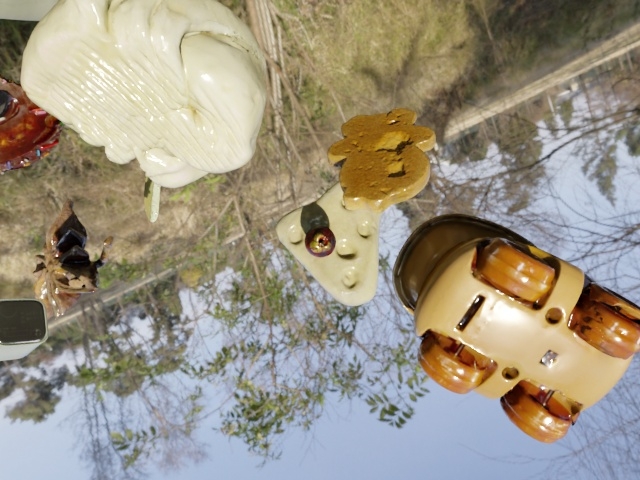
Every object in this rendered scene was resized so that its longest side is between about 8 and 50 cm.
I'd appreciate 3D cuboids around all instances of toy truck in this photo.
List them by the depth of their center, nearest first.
[{"bbox_3d":[0.244,0.098,0.577,0.204,0.288,0.211,-62,-177,17],"label":"toy truck"}]

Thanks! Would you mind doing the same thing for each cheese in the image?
[{"bbox_3d":[0.095,0.000,1.224,0.351,0.328,0.129,-32,166,-8],"label":"cheese"}]

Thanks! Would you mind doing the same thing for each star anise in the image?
[{"bbox_3d":[-0.617,0.063,1.065,0.349,0.292,0.109,-54,155,19],"label":"star anise"}]

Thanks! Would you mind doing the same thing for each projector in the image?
[{"bbox_3d":[-0.528,0.152,0.737,0.082,0.083,0.083,-31,158,30],"label":"projector"}]

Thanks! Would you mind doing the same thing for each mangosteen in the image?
[{"bbox_3d":[0.000,0.001,1.080,0.081,0.081,0.081,-22,-171,4],"label":"mangosteen"}]

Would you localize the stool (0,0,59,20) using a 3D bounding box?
[{"bbox_3d":[-0.675,-0.594,0.851,0.170,0.269,0.244,-48,170,37],"label":"stool"}]

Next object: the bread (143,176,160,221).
[{"bbox_3d":[-0.585,-0.170,1.506,0.036,0.192,0.112,0,-162,-38],"label":"bread"}]

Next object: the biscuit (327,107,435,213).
[{"bbox_3d":[0.102,-0.137,0.717,0.184,0.035,0.248,-10,-135,10],"label":"biscuit"}]

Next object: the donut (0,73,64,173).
[{"bbox_3d":[-0.567,-0.219,0.730,0.230,0.216,0.096,16,174,-38],"label":"donut"}]

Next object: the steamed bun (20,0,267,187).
[{"bbox_3d":[-0.260,-0.268,0.719,0.352,0.339,0.247,-26,-141,35],"label":"steamed bun"}]
